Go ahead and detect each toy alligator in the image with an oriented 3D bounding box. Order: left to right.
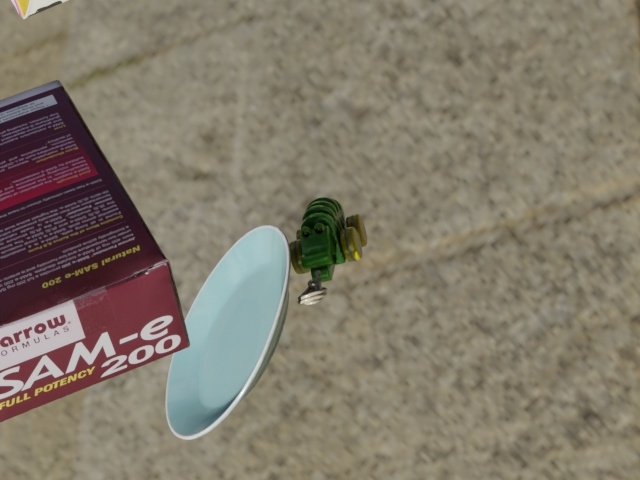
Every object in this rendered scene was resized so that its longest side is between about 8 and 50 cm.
[{"bbox_3d":[0.000,0.000,1.484,0.056,0.051,0.190,-14,13,12],"label":"toy alligator"}]

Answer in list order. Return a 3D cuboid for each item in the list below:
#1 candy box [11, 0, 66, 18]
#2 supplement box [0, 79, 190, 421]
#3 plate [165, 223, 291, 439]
[{"bbox_3d":[-0.226,-0.344,1.815,0.233,0.159,0.071,-25,38,-9],"label":"candy box"},{"bbox_3d":[-0.184,-0.001,1.145,0.130,0.073,0.239,-21,38,-11],"label":"supplement box"},{"bbox_3d":[-0.069,0.077,1.462,0.188,0.024,0.188,-46,28,34],"label":"plate"}]
